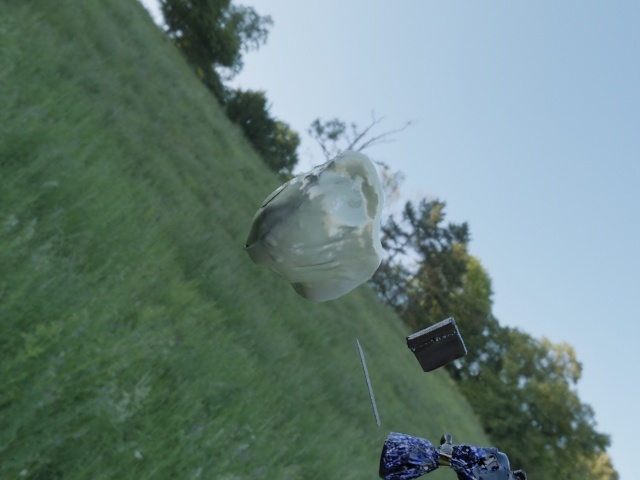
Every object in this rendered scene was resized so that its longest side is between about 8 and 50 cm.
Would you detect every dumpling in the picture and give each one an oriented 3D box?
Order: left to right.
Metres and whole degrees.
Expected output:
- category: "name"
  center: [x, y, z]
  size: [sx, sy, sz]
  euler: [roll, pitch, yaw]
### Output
- category: "dumpling"
  center: [0.000, 0.000, 1.067]
  size: [0.243, 0.187, 0.318]
  euler: [46, -53, -10]

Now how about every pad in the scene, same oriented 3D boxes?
- category: "pad"
  center: [0.104, 0.306, 1.276]
  size: [0.266, 0.002, 0.176]
  euler: [68, 8, -72]

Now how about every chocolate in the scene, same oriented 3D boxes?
- category: "chocolate"
  center: [0.318, 0.533, 1.444]
  size: [0.343, 0.148, 0.126]
  euler: [2, -54, 16]

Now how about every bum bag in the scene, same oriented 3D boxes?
- category: "bum bag"
  center: [0.246, 0.224, 1.249]
  size: [0.159, 0.109, 0.026]
  euler: [57, 9, -46]
